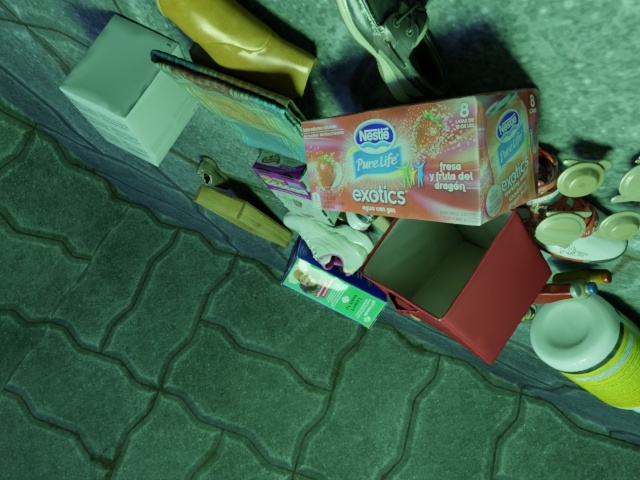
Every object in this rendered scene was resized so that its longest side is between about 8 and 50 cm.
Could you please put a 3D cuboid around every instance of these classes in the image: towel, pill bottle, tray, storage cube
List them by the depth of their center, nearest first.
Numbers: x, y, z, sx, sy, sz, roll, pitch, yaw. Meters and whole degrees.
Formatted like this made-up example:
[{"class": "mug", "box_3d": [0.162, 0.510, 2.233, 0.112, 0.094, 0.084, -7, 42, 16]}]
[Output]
[{"class": "storage cube", "box_3d": [0.218, 0.052, 0.680, 0.193, 0.215, 0.183, 39, 174, -38]}, {"class": "towel", "box_3d": [-0.116, -0.224, 0.809, 0.271, 0.040, 0.370, 24, -179, 15]}, {"class": "pill bottle", "box_3d": [0.667, 0.270, 0.965, 0.334, 0.188, 0.188, 33, 165, -19]}, {"class": "tray", "box_3d": [-0.273, -0.084, 1.579, 0.202, 0.076, 0.411, 22, 175, 22]}]

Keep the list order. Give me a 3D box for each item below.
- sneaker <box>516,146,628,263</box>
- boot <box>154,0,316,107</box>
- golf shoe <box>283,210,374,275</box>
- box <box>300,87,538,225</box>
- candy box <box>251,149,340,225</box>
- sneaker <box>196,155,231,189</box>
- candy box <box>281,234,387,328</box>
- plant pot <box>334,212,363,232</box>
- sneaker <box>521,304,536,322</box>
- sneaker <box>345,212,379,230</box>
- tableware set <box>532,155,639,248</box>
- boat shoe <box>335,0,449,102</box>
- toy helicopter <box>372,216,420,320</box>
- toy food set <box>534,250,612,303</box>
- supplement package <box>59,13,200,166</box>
[{"class": "sneaker", "box_3d": [0.348, -0.054, 0.628, 0.270, 0.090, 0.145, 27, 168, 14]}, {"class": "boot", "box_3d": [-0.106, -0.305, 0.605, 0.211, 0.104, 0.295, 22, 170, 1]}, {"class": "golf shoe", "box_3d": [0.000, 0.000, 1.230, 0.306, 0.140, 0.115, 22, 166, 28]}, {"class": "box", "box_3d": [0.127, -0.119, 0.593, 0.300, 0.154, 0.142, 11, 115, 50]}, {"class": "candy box", "box_3d": [-0.054, -0.138, 1.109, 0.159, 0.071, 0.233, 19, 162, 30]}, {"class": "sneaker", "box_3d": [-0.372, -0.213, 1.431, 0.066, 0.071, 0.188, 22, 164, 21]}, {"class": "candy box", "box_3d": [0.053, 0.106, 1.371, 0.317, 0.122, 0.268, 26, -156, -7]}, {"class": "plant pot", "box_3d": [0.037, -0.055, 1.312, 0.236, 0.032, 0.236, 25, 165, 7]}, {"class": "sneaker", "box_3d": [0.540, 0.195, 1.147, 0.069, 0.084, 0.185, 13, 159, 45]}, {"class": "sneaker", "box_3d": [0.085, -0.113, 0.811, 0.072, 0.178, 0.077, -1, 160, -40]}, {"class": "tableware set", "box_3d": [0.380, -0.048, 0.567, 0.141, 0.020, 0.169, 4, 135, 9]}, {"class": "boat shoe", "box_3d": [0.091, -0.244, 0.481, 0.073, 0.080, 0.223, 10, 163, 37]}, {"class": "toy helicopter", "box_3d": [0.181, 0.003, 0.876, 0.355, 0.235, 0.140, 38, 148, 6]}, {"class": "toy food set", "box_3d": [0.446, 0.055, 0.801, 0.232, 0.111, 0.104, 35, 152, -22]}, {"class": "supplement package", "box_3d": [-0.385, -0.307, 0.885, 0.149, 0.194, 0.203, 26, 165, 4]}]
